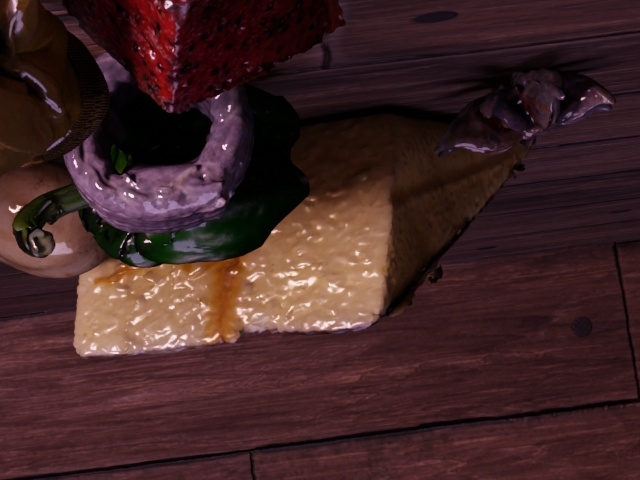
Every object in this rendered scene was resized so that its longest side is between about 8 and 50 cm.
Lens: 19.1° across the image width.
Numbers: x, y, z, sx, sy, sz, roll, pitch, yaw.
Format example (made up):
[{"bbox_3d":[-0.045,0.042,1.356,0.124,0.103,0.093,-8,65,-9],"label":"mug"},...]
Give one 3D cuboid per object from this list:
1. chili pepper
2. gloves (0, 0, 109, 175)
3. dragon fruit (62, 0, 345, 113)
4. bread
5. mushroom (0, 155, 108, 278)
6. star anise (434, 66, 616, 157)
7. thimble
[{"bbox_3d":[-0.141,-0.054,1.579,0.261,0.165,0.174,-6,-168,-34],"label":"chili pepper"},{"bbox_3d":[-0.222,-0.097,1.137,0.154,0.141,0.331,15,180,10],"label":"gloves"},{"bbox_3d":[-0.066,-0.164,1.139,0.161,0.120,0.127,-25,151,-32],"label":"dragon fruit"},{"bbox_3d":[0.000,0.000,1.967,0.346,0.242,0.405,-8,170,27],"label":"bread"},{"bbox_3d":[-0.266,-0.034,1.784,0.166,0.127,0.166,15,166,4],"label":"mushroom"},{"bbox_3d":[0.183,-0.119,1.771,0.181,0.061,0.204,-21,175,12],"label":"star anise"},{"bbox_3d":[-0.124,-0.079,1.455,0.150,0.150,0.098,-7,172,-4],"label":"thimble"}]
